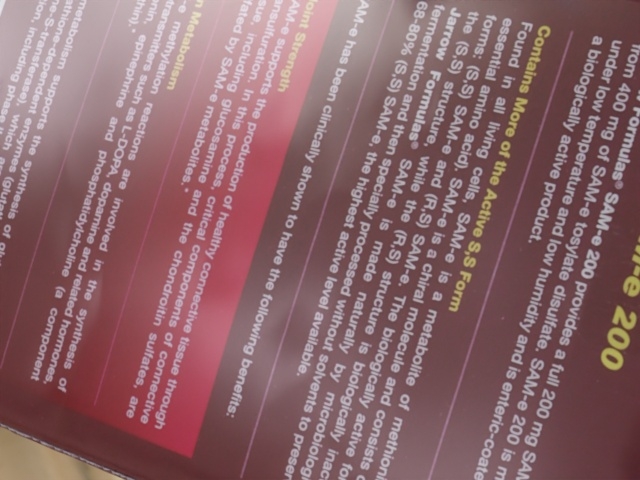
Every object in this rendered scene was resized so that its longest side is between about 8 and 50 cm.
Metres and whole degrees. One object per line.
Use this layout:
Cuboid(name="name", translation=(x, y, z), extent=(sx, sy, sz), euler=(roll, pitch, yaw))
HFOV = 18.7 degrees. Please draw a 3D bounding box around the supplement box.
Cuboid(name="supplement box", translation=(0.000, 0.000, 0.449), extent=(0.073, 0.239, 0.130), euler=(20, -93, -54))
